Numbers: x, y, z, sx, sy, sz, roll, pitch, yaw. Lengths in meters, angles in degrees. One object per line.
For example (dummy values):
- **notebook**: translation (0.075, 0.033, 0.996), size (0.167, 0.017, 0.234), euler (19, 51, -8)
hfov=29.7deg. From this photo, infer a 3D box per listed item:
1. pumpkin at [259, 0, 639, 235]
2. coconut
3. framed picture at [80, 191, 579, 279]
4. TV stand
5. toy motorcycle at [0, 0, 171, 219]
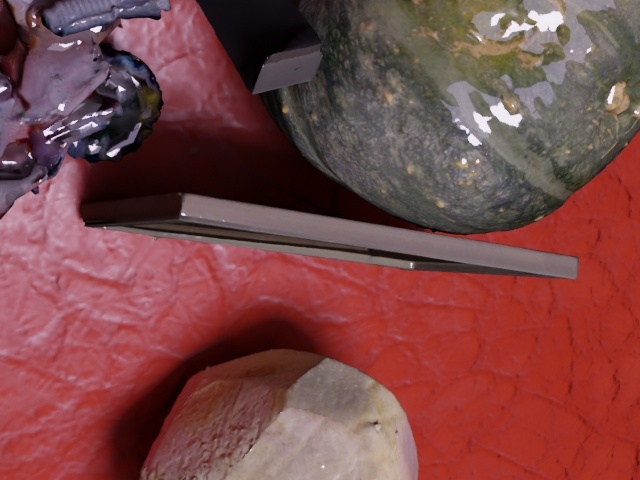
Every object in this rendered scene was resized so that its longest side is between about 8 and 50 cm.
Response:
- **pumpkin**: translation (0.117, -0.170, 0.862), size (0.257, 0.291, 0.328), euler (31, 105, -37)
- **coconut**: translation (-0.027, 0.197, 0.978), size (0.237, 0.237, 0.197), euler (-39, 115, -6)
- **framed picture**: translation (0.000, 0.000, 0.910), size (0.315, 0.232, 0.024), euler (8, 87, -27)
- **TV stand**: translation (-0.079, -0.206, 0.796), size (0.049, 0.256, 0.040), euler (-17, 154, -28)
- **toy motorcycle**: translation (-0.208, -0.129, 0.826), size (0.401, 0.134, 0.207), euler (-26, 123, -12)
